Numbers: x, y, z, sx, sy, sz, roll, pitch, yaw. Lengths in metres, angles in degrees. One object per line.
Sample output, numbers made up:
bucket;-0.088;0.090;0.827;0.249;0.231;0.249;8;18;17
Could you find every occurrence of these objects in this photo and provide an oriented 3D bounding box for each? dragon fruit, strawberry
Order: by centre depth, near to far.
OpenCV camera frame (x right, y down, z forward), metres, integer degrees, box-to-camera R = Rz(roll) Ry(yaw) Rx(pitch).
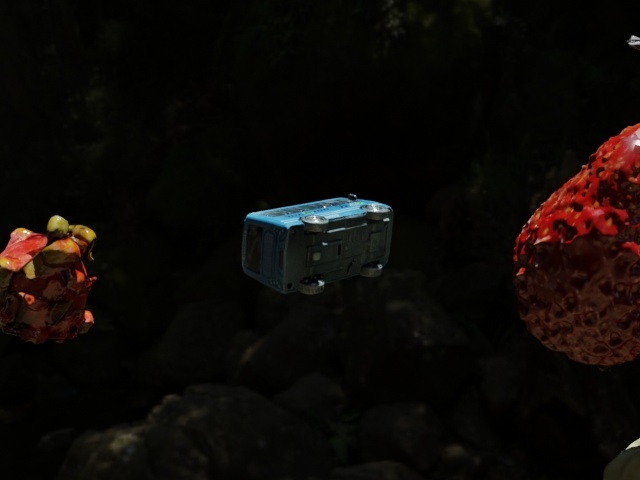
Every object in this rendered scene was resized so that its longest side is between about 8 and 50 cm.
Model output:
dragon fruit;-0.315;0.045;0.992;0.133;0.150;0.208;5;-39;-28
strawberry;0.371;0.012;1.062;0.261;0.261;0.257;-8;-16;-22

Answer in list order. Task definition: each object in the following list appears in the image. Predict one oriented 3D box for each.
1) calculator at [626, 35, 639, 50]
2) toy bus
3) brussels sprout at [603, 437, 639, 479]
calculator;0.632;-0.279;1.413;0.274;0.028;0.165;12;9;-36
toy bus;0.000;0.000;1.364;0.134;0.114;0.246;18;21;40
brussels sprout;0.554;0.386;1.195;0.344;0.344;0.268;-8;24;-26
